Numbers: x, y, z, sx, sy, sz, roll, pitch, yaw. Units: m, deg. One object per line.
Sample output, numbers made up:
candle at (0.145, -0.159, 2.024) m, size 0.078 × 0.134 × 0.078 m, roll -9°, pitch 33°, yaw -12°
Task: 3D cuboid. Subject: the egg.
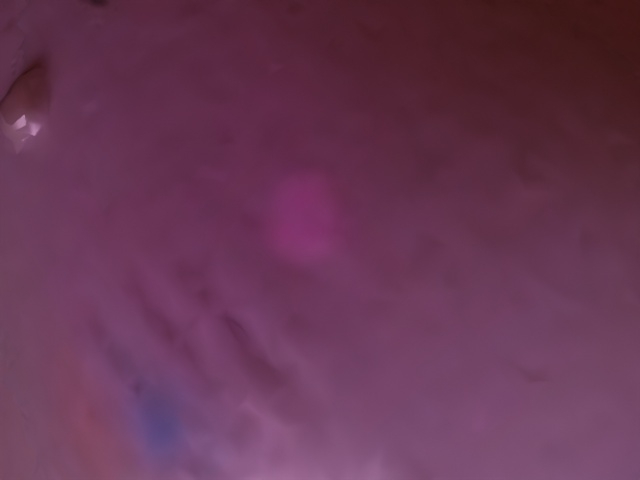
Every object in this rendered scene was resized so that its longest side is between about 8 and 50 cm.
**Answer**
egg at (0.000, 0.000, 0.732) m, size 0.340 × 0.354 × 0.354 m, roll 51°, pitch 142°, yaw 1°
